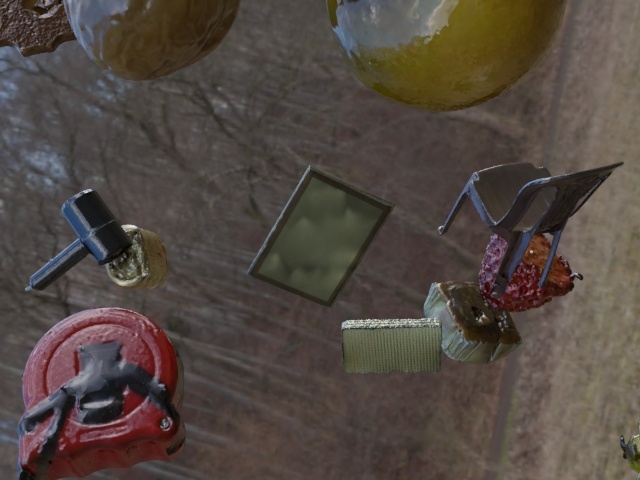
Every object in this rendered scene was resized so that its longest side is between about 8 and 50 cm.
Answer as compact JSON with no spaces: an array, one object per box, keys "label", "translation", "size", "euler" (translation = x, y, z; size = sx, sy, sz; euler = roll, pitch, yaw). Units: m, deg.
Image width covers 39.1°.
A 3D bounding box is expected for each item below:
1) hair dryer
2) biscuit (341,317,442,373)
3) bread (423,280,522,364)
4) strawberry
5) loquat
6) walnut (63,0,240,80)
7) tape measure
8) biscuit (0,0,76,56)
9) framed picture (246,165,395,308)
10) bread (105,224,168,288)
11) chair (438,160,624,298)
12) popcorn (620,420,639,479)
[{"label":"hair dryer","translation":[-0.446,0.020,1.588],"size":[0.219,0.124,0.071],"euler":[-39,-5,14]},{"label":"biscuit","translation":[0.142,0.209,1.797],"size":[0.041,0.199,0.121],"euler":[-84,-8,-55]},{"label":"bread","translation":[0.367,0.194,2.194],"size":[0.110,0.192,0.210],"euler":[-64,34,38]},{"label":"strawberry","translation":[0.447,0.073,2.037],"size":[0.178,0.234,0.234],"euler":[-49,2,28]},{"label":"loquat","translation":[0.180,-0.329,1.181],"size":[0.359,0.328,0.329],"euler":[2,-77,-41]},{"label":"walnut","translation":[-0.289,-0.428,1.534],"size":[0.333,0.332,0.333],"euler":[13,-90,-78]},{"label":"tape measure","translation":[-0.328,0.226,1.342],"size":[0.114,0.253,0.261],"euler":[93,166,-60]},{"label":"biscuit","translation":[-0.601,-0.469,1.899],"size":[0.215,0.182,0.034],"euler":[-37,-12,-14]},{"label":"framed picture","translation":[0.000,0.000,1.543],"size":[0.231,0.173,0.010],"euler":[-58,22,21]},{"label":"bread","translation":[-0.352,0.038,1.732],"size":[0.177,0.084,0.119],"euler":[28,-130,-74]},{"label":"chair","translation":[0.342,-0.070,1.496],"size":[0.326,0.175,0.183],"euler":[106,145,-50]},{"label":"popcorn","translation":[0.535,0.371,1.347],"size":[0.195,0.173,0.168],"euler":[-93,-12,-70]}]
